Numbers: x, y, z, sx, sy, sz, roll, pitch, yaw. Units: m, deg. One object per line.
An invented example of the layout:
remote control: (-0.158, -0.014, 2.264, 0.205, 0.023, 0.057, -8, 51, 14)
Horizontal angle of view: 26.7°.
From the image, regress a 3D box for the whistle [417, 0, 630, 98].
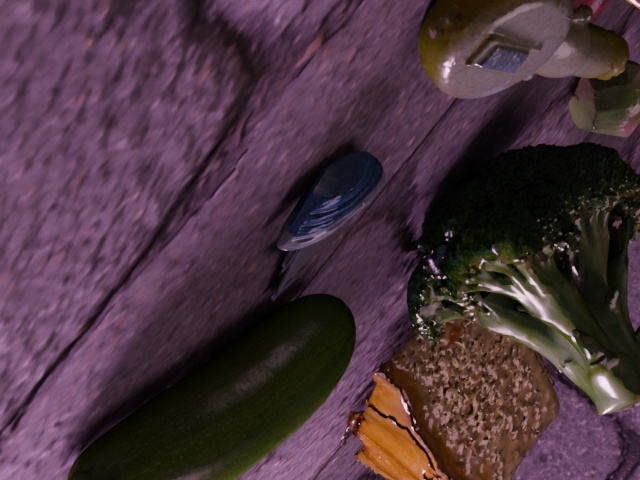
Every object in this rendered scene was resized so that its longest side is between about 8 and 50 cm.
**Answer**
whistle: (0.146, -0.130, 0.901, 0.198, 0.057, 0.104, 5, 139, -47)

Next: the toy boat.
toy boat: (0.007, -0.009, 0.932, 0.105, 0.034, 0.149, -44, 164, -16)

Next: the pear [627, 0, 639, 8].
pear: (0.207, -0.240, 0.729, 0.267, 0.267, 0.178, -51, -164, 2)

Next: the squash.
squash: (-0.061, 0.119, 0.949, 0.292, 0.082, 0.082, -34, 158, -48)

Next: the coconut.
coconut: (0.305, -0.150, 1.400, 0.082, 0.081, 0.083, 107, -18, -54)

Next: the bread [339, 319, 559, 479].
bread: (0.116, 0.167, 1.645, 0.248, 0.279, 0.315, -46, 122, -20)

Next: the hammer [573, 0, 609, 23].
hammer: (0.199, -0.181, 1.084, 0.083, 0.043, 0.043, -54, 165, 6)

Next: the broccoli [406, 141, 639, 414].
broccoli: (0.227, 0.035, 1.250, 0.269, 0.269, 0.254, -44, 171, -25)
